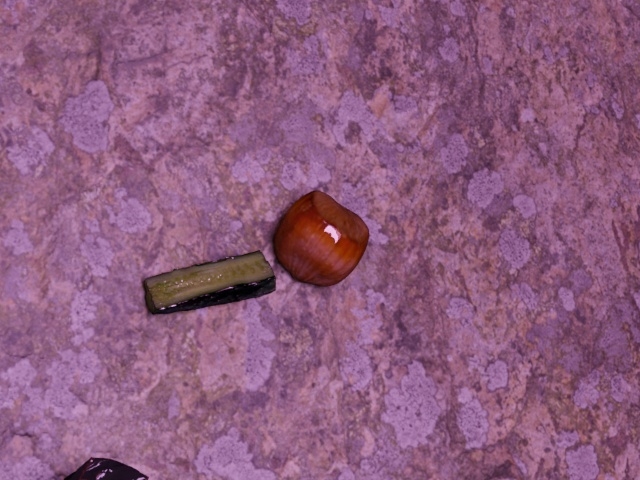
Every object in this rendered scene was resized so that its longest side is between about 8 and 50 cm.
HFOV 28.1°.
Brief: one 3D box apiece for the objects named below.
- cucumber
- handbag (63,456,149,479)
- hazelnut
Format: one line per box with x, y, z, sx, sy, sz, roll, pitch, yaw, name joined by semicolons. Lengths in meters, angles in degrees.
-0.180;0.079;2.059;0.211;0.062;0.078;-15;50;-23;cucumber
-0.328;0.425;1.832;0.155;0.169;0.215;21;69;-3;handbag
0.000;0.000;2.134;0.150;0.150;0.150;7;74;-25;hazelnut
